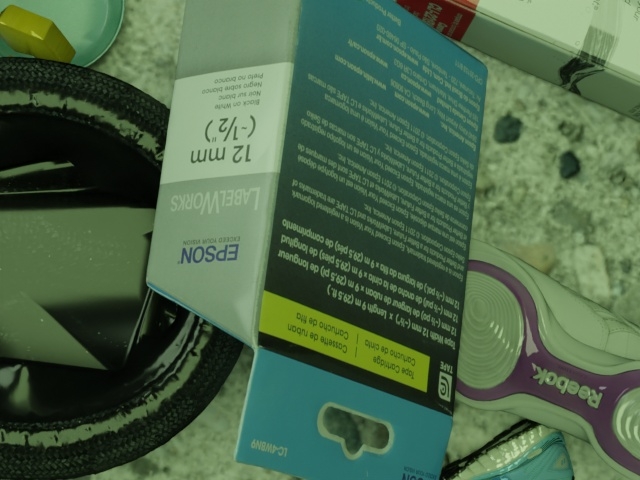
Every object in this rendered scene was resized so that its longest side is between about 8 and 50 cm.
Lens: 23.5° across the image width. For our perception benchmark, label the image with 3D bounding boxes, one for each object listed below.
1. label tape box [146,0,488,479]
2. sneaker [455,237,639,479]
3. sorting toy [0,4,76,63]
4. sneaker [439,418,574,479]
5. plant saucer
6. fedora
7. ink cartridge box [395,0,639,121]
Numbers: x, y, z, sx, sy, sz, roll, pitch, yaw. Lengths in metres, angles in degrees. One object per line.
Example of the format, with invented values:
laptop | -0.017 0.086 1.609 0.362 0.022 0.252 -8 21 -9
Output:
label tape box | 0.000 0.000 1.082 0.115 0.249 0.348 -1 74 36
sneaker | 0.191 0.099 1.184 0.305 0.152 0.114 33 99 23
sorting toy | -0.324 -0.180 1.131 0.307 0.229 0.041 23 64 0
sneaker | 0.128 0.203 1.191 0.162 0.063 0.073 -30 90 -4
plant saucer | -0.215 -0.188 1.232 0.119 0.021 0.119 0 85 -1
fedora | -0.218 0.023 1.148 0.334 0.152 0.334 0 86 -6
ink cartridge box | 0.221 -0.223 1.202 0.272 0.114 0.197 24 84 1
